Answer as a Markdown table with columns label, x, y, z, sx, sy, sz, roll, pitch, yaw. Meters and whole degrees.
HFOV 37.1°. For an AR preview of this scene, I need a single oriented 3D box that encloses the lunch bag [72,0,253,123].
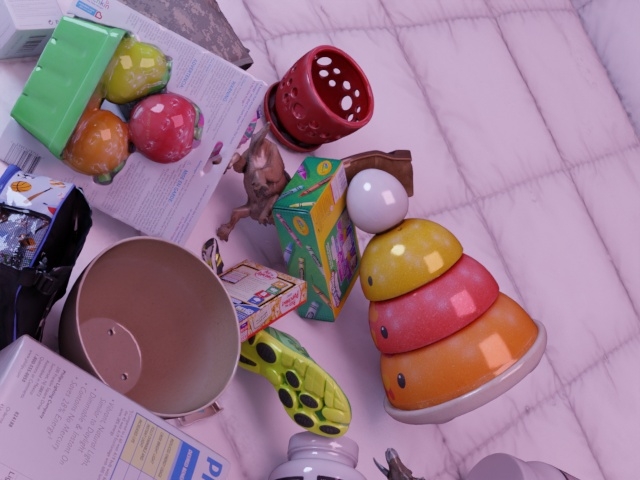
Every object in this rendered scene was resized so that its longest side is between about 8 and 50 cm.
| label | x | y | z | sx | sy | sz | roll | pitch | yaw |
| --- | --- | --- | --- | --- | --- | --- | --- | --- | --- |
| lunch bag | -0.286 | -0.382 | 1.809 | 0.287 | 0.169 | 0.235 | -32 | 91 | -42 |

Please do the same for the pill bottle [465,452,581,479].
| label | x | y | z | sx | sy | sz | roll | pitch | yaw |
| --- | --- | --- | --- | --- | --- | --- | --- | --- | --- |
| pill bottle | 0.477 | 0.581 | 1.977 | 0.363 | 0.210 | 0.210 | 31 | 51 | -28 |

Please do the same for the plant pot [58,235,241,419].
| label | x | y | z | sx | sy | sz | roll | pitch | yaw |
| --- | --- | --- | --- | --- | --- | --- | --- | --- | --- |
| plant pot | -0.294 | 0.159 | 1.499 | 0.284 | 0.191 | 0.284 | 20 | 56 | -34 |

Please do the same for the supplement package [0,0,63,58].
| label | x | y | z | sx | sy | sz | roll | pitch | yaw |
| --- | --- | --- | --- | --- | --- | --- | --- | --- | --- |
| supplement package | -0.533 | -0.418 | 1.644 | 0.105 | 0.105 | 0.179 | -19 | 82 | -46 |

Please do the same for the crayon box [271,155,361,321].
| label | x | y | z | sx | sy | sz | roll | pitch | yaw |
| --- | --- | --- | --- | --- | --- | --- | --- | --- | --- |
| crayon box | 0.000 | 0.000 | 1.831 | 0.165 | 0.081 | 0.278 | -59 | 148 | -43 |

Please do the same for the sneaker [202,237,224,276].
| label | x | y | z | sx | sy | sz | roll | pitch | yaw |
| --- | --- | --- | --- | --- | --- | --- | --- | --- | --- |
| sneaker | -0.198 | 0.036 | 1.774 | 0.035 | 0.031 | 0.083 | 25 | 57 | -49 |

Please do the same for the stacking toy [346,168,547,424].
| label | x | y | z | sx | sy | sz | roll | pitch | yaw |
| --- | --- | --- | --- | --- | --- | --- | --- | --- | --- |
| stacking toy | 0.186 | 0.079 | 1.843 | 0.351 | 0.351 | 0.479 | -37 | 101 | -47 |

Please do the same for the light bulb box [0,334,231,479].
| label | x | y | z | sx | sy | sz | roll | pitch | yaw |
| --- | --- | --- | --- | --- | --- | --- | --- | --- | --- |
| light bulb box | -0.367 | 0.388 | 1.286 | 0.361 | 0.225 | 0.357 | 38 | 47 | -23 |

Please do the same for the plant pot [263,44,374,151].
| label | x | y | z | sx | sy | sz | roll | pitch | yaw |
| --- | --- | --- | --- | --- | --- | --- | --- | --- | --- |
| plant pot | -0.008 | -0.288 | 2.010 | 0.191 | 0.174 | 0.191 | 21 | 56 | -33 |

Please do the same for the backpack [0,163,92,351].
| label | x | y | z | sx | sy | sz | roll | pitch | yaw |
| --- | --- | --- | --- | --- | --- | --- | --- | --- | --- |
| backpack | -0.453 | 0.027 | 1.392 | 0.213 | 0.276 | 0.263 | 25 | 42 | -4 |

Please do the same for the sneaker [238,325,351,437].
| label | x | y | z | sx | sy | sz | roll | pitch | yaw |
| --- | --- | --- | --- | --- | --- | --- | --- | --- | --- |
| sneaker | -0.042 | 0.228 | 1.680 | 0.295 | 0.109 | 0.123 | 39 | 20 | 31 |

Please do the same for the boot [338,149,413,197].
| label | x | y | z | sx | sy | sz | roll | pitch | yaw |
| --- | --- | --- | --- | --- | --- | --- | --- | --- | --- |
| boot | 0.108 | -0.133 | 2.095 | 0.305 | 0.112 | 0.115 | -8 | 85 | -47 |

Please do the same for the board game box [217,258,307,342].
| label | x | y | z | sx | sy | sz | roll | pitch | yaw |
| --- | --- | --- | --- | --- | --- | --- | --- | --- | --- |
| board game box | -0.139 | 0.105 | 1.708 | 0.193 | 0.147 | 0.045 | -30 | 130 | -46 |

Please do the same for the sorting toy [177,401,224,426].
| label | x | y | z | sx | sy | sz | roll | pitch | yaw |
| --- | --- | --- | --- | --- | --- | --- | --- | --- | --- |
| sorting toy | -0.220 | 0.275 | 1.619 | 0.075 | 0.045 | 0.083 | -35 | 95 | -39 |

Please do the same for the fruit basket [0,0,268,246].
| label | x | y | z | sx | sy | sz | roll | pitch | yaw |
| --- | --- | --- | --- | --- | --- | --- | --- | --- | --- |
| fruit basket | -0.316 | -0.205 | 1.610 | 0.353 | 0.165 | 0.327 | 27 | 90 | -14 |

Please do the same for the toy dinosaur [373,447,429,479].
| label | x | y | z | sx | sy | sz | roll | pitch | yaw |
| --- | --- | --- | --- | --- | --- | --- | --- | --- | --- |
| toy dinosaur | 0.141 | 0.512 | 1.599 | 0.121 | 0.160 | 0.313 | 13 | 77 | -9 |

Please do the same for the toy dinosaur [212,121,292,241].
| label | x | y | z | sx | sy | sz | roll | pitch | yaw |
| --- | --- | --- | --- | --- | --- | --- | --- | --- | --- |
| toy dinosaur | -0.101 | -0.116 | 1.818 | 0.200 | 0.127 | 0.295 | -48 | 142 | -48 |

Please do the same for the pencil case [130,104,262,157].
| label | x | y | z | sx | sy | sz | roll | pitch | yaw |
| --- | --- | --- | --- | --- | --- | --- | --- | --- | --- |
| pencil case | -0.233 | -0.193 | 1.794 | 0.124 | 0.124 | 0.284 | 56 | 42 | -5 |

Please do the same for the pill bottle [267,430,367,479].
| label | x | y | z | sx | sy | sz | roll | pitch | yaw |
| --- | --- | --- | --- | --- | --- | --- | --- | --- | --- |
| pill bottle | -0.011 | 0.492 | 1.592 | 0.181 | 0.181 | 0.322 | 29 | 52 | -29 |
